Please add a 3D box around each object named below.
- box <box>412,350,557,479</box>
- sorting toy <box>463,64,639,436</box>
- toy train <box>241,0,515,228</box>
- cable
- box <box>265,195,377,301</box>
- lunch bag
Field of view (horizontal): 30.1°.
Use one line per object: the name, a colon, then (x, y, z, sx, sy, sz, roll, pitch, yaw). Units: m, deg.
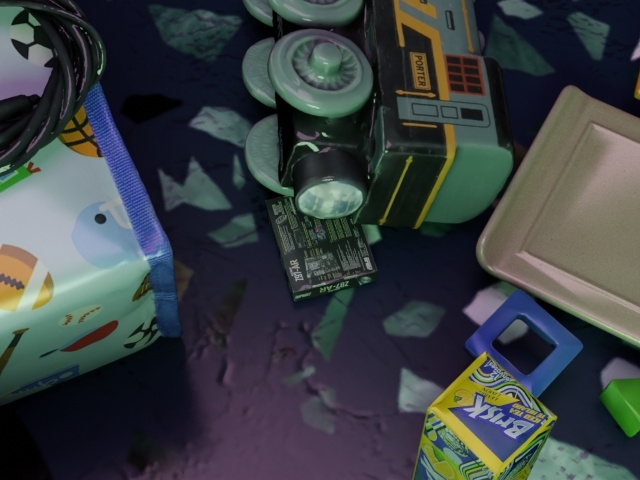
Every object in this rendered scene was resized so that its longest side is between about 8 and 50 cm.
box: (0.098, 0.138, 0.753, 0.054, 0.169, 0.059, -40, 68, -18)
sorting toy: (0.237, -0.007, 0.904, 0.196, 0.047, 0.348, 28, 66, 9)
toy train: (0.040, -0.155, 0.930, 0.190, 0.142, 0.334, 5, 54, -13)
cable: (-0.219, -0.102, 0.696, 0.184, 0.047, 0.151, -1, 63, -11)
box: (0.000, 0.000, 0.911, 0.067, 0.018, 0.083, -15, 63, -8)
lunch bag: (-0.310, -0.064, 0.821, 0.327, 0.239, 0.385, -22, 74, -14)
